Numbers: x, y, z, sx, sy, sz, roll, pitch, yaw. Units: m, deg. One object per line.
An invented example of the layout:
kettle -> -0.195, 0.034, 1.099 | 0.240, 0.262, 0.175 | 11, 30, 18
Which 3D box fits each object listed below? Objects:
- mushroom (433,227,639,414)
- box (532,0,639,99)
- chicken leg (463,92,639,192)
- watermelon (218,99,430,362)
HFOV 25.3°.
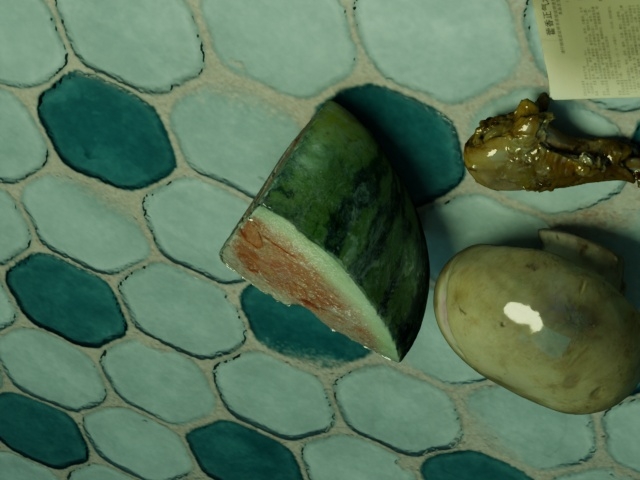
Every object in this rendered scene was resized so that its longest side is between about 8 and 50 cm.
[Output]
mushroom -> 0.237, 0.080, 1.518 | 0.255, 0.184, 0.255 | 19, -179, 0
box -> 0.272, -0.235, 1.259 | 0.168, 0.095, 0.212 | 0, 131, 23
chicken leg -> 0.249, -0.090, 1.428 | 0.208, 0.085, 0.101 | 7, 120, 7
watermelon -> 0.000, 0.000, 1.526 | 0.201, 0.213, 0.261 | -17, 122, 36
